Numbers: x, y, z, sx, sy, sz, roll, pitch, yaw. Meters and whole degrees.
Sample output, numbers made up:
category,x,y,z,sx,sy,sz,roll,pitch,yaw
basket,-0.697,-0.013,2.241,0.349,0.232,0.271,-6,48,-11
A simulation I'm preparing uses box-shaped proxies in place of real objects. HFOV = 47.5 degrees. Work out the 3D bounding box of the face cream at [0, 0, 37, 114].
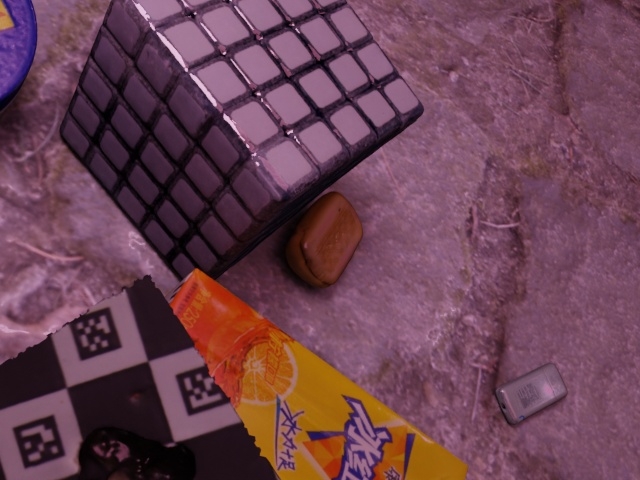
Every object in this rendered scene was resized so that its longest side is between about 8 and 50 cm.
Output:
category,x,y,z,sx,sy,sz,roll,pitch,yaw
face cream,-0.373,-0.185,0.655,0.206,0.111,0.205,9,73,-33

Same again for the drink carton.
category,x,y,z,sx,sy,sz,roll,pitch,yaw
drink carton,-0.034,0.199,0.701,0.351,0.111,0.154,38,53,-13

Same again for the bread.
category,x,y,z,sx,sy,sz,roll,pitch,yaw
bread,0.000,0.000,0.853,0.082,0.056,0.115,51,50,-30

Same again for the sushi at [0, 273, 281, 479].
category,x,y,z,sx,sy,sz,roll,pitch,yaw
sushi,-0.166,0.243,0.558,0.320,0.069,0.339,-34,87,1

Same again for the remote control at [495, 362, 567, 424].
category,x,y,z,sx,sy,sz,roll,pitch,yaw
remote control,0.281,0.201,0.963,0.124,0.018,0.053,-15,75,-38

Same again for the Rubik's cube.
category,x,y,z,sx,sy,sz,roll,pitch,yaw
Rubik's cube,-0.084,-0.128,0.745,0.238,0.237,0.237,51,50,-1
